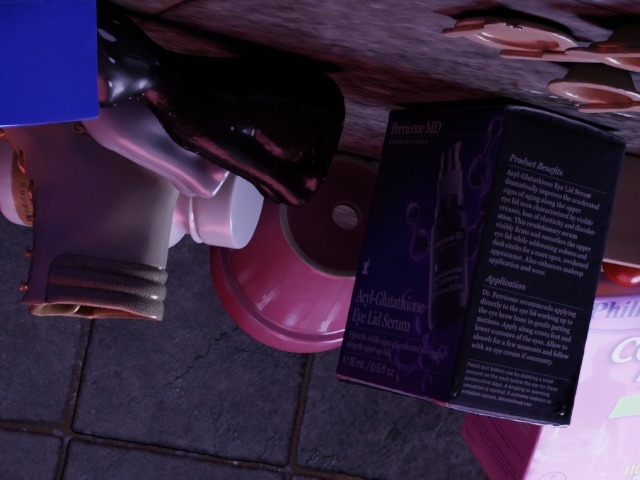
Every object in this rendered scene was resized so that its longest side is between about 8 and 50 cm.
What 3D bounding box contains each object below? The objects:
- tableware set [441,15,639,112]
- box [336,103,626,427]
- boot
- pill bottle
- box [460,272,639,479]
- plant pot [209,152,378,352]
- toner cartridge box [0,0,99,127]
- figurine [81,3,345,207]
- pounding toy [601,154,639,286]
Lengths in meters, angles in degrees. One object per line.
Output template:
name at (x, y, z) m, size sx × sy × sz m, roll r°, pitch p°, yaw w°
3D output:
tableware set at (0.155, -0.087, 0.767) m, size 0.169 × 0.020 × 0.141 m, roll 13°, pitch 176°, yaw -44°
box at (0.109, 0.015, 1.054) m, size 0.108 × 0.207 × 0.153 m, roll 13°, pitch 175°, yaw -29°
boot at (-0.224, -0.042, 1.216) m, size 0.262 × 0.203 × 0.095 m, roll 8°, pitch 176°, yaw 20°
pill bottle at (-0.174, -0.061, 1.393) m, size 0.229 × 0.131 × 0.131 m, roll 10°, pitch 177°, yaw 13°
box at (0.270, 0.111, 1.355) m, size 0.213 × 0.243 × 0.117 m, roll -1°, pitch -147°, yaw -23°
plant pot at (0.000, 0.000, 1.523) m, size 0.201 × 0.201 × 0.180 m, roll 12°, pitch 161°, yaw -10°
toner cartridge box at (-0.306, -0.117, 0.906) m, size 0.348 × 0.075 × 0.165 m, roll 10°, pitch -167°, yaw 41°
figurine at (-0.125, -0.103, 1.015) m, size 0.209 × 0.092 × 0.215 m, roll 23°, pitch 171°, yaw -31°
pounding toy at (0.241, -0.008, 1.210) m, size 0.181 × 0.094 × 0.206 m, roll 11°, pitch 177°, yaw 2°
